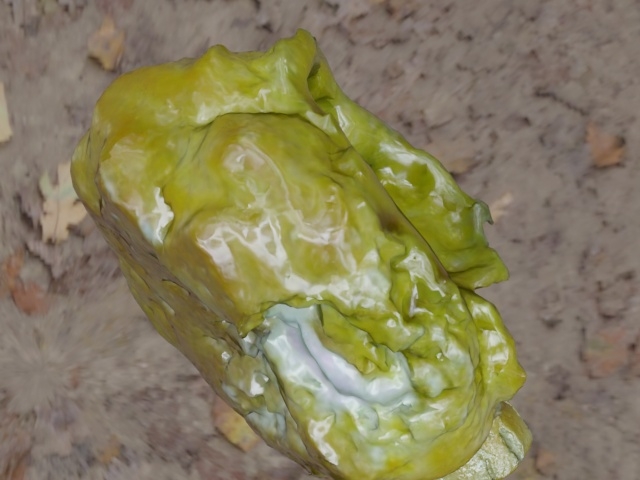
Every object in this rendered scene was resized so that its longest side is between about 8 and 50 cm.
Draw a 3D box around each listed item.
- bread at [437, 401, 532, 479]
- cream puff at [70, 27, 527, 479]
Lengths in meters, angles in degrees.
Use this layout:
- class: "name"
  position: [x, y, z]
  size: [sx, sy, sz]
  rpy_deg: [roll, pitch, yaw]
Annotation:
- class: "bread"
  position: [0.133, 0.214, 1.360]
  size: [0.156, 0.117, 0.064]
  rpy_deg: [-29, 91, 23]
- class: "cream puff"
  position: [0.001, 0.001, 0.772]
  size: [0.185, 0.282, 0.282]
  rpy_deg: [-40, 93, -20]
